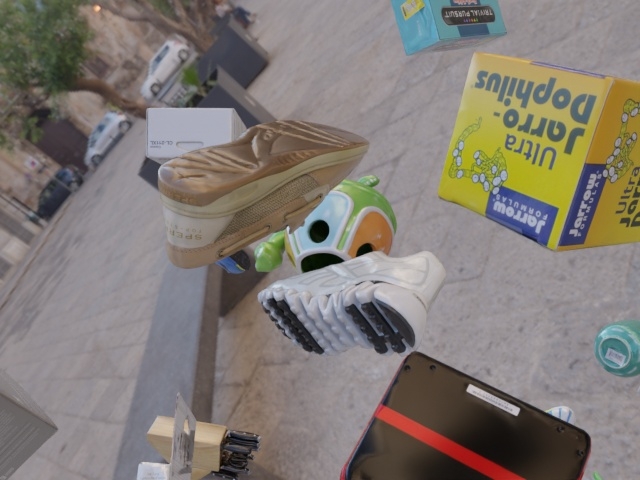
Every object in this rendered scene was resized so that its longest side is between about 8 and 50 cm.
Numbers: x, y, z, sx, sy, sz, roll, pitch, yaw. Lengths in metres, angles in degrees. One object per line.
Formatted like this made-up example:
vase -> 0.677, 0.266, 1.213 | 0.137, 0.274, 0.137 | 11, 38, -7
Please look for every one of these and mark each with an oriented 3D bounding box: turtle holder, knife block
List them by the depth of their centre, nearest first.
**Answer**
turtle holder -> 0.007, -0.013, 1.395 | 0.227, 0.321, 0.243 | -68, -12, -46
knife block -> -0.319, 0.574, 1.733 | 0.242, 0.275, 0.088 | -36, 11, 16

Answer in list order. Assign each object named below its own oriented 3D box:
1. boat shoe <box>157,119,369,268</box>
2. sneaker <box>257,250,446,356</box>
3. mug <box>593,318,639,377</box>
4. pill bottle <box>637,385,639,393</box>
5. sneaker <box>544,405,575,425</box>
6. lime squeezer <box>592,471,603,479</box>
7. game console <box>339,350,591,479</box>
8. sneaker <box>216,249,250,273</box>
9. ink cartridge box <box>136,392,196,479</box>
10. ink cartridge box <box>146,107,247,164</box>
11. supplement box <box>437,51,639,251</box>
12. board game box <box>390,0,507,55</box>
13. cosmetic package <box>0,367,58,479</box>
boat shoe -> -0.060, -0.068, 0.737 | 0.122, 0.110, 0.341 | 25, 32, 29
sneaker -> 0.033, 0.073, 0.753 | 0.292, 0.110, 0.118 | -7, 34, 50
mug -> 0.715, 0.247, 1.400 | 0.158, 0.097, 0.129 | -42, 61, 47
pill bottle -> 0.750, 0.311, 1.192 | 0.208, 0.117, 0.117 | 26, 72, 30
sneaker -> 0.602, 0.551, 1.674 | 0.240, 0.091, 0.126 | -44, -18, 14
lime squeezer -> 0.605, 0.521, 1.177 | 0.310, 0.110, 0.058 | -137, 64, -71
game console -> 0.263, 0.418, 1.120 | 0.387, 0.060, 0.342 | 24, 55, 21
sneaker -> -0.268, 0.020, 1.568 | 0.082, 0.209, 0.069 | -14, 46, 25
ink cartridge box -> -0.274, 0.420, 1.087 | 0.275, 0.060, 0.238 | 100, 170, -63
ink cartridge box -> -0.180, -0.150, 0.926 | 0.175, 0.128, 0.072 | 143, 127, -89
supplement box -> 0.364, -0.118, 0.798 | 0.194, 0.357, 0.195 | 34, 120, 48
board game box -> 0.211, -0.526, 1.123 | 0.079, 0.335, 0.254 | -11, 9, 46
cosmetic package -> -0.363, 0.135, 0.545 | 0.127, 0.238, 0.107 | 32, 63, 26
